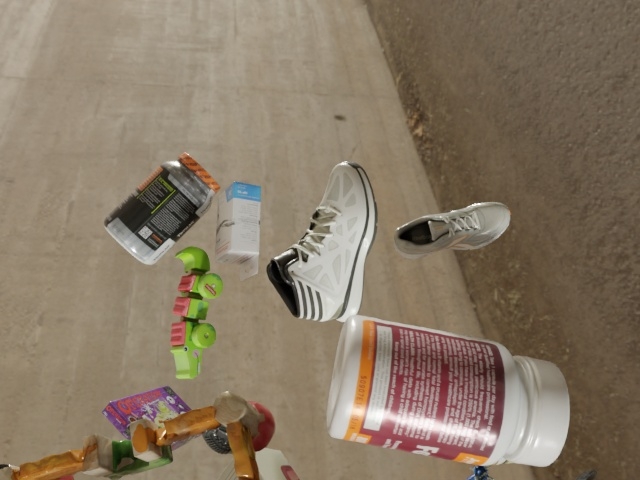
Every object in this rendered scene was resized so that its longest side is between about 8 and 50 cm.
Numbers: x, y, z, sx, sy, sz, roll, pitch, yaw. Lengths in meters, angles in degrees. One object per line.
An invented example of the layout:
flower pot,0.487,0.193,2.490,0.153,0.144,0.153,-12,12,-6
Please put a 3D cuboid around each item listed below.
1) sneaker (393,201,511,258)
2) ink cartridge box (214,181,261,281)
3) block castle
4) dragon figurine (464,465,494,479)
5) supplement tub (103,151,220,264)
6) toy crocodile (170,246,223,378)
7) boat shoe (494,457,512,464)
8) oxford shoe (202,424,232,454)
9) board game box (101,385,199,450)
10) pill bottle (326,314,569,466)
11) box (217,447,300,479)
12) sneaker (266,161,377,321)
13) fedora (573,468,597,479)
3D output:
sneaker,0.283,-0.022,1.168,0.121,0.262,0.099,25,-132,-72
ink cartridge box,-0.168,-0.015,1.087,0.104,0.060,0.180,-28,58,57
block castle,-0.273,0.456,0.860,0.213,0.452,0.303,76,176,-58
dragon figurine,0.314,0.537,1.129,0.085,0.144,0.289,63,-178,19
supplement tub,-0.458,-0.098,1.586,0.316,0.193,0.193,-46,7,-7
toy crocodile,-0.337,0.186,1.399,0.115,0.105,0.341,-8,72,42
boat shoe,0.382,0.482,1.407,0.302,0.103,0.113,-166,77,-74
oxford shoe,-0.231,0.503,1.404,0.227,0.082,0.096,48,-162,-45
board game box,-0.501,0.559,1.675,0.056,0.208,0.347,-55,-13,1
pill bottle,0.221,0.280,0.986,0.224,0.391,0.224,-169,90,-90
box,-0.105,0.555,1.084,0.149,0.126,0.232,-55,43,5
sneaker,0.001,0.001,1.435,0.169,0.257,0.448,6,92,50
fedora,0.694,0.778,1.459,0.152,0.334,0.334,43,140,35
